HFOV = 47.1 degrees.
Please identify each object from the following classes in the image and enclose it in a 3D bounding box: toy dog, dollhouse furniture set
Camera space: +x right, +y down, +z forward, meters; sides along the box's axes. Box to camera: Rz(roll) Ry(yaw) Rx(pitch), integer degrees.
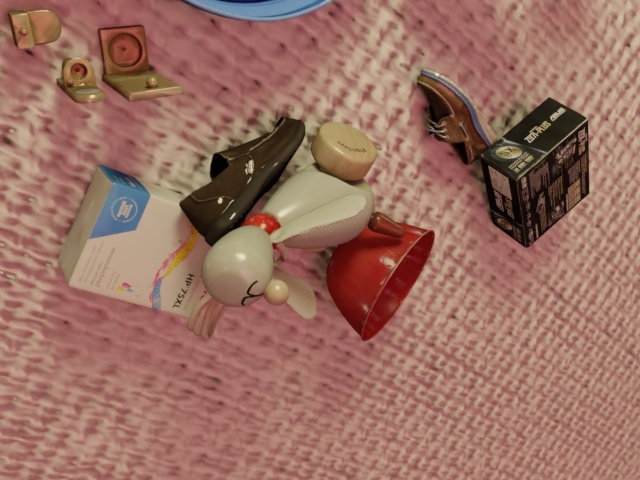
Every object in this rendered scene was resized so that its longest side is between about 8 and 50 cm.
[{"bbox_3d":[0.000,0.000,0.869,0.334,0.161,0.220,-55,172,-36],"label":"toy dog"},{"bbox_3d":[-0.235,-0.224,0.745,0.144,0.123,0.151,-14,117,-24],"label":"dollhouse furniture set"}]

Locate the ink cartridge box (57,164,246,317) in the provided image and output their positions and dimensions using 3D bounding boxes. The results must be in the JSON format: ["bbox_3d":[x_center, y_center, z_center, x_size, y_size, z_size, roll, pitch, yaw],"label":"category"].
[{"bbox_3d":[-0.185,0.014,0.907,0.231,0.078,0.134,20,100,-35],"label":"ink cartridge box"}]

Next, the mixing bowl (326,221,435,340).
[{"bbox_3d":[0.072,0.040,1.036,0.181,0.098,0.181,-48,159,-25],"label":"mixing bowl"}]

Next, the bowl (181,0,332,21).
[{"bbox_3d":[-0.074,-0.433,0.768,0.391,0.077,0.391,-12,115,-27],"label":"bowl"}]

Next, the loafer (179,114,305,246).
[{"bbox_3d":[-0.091,-0.089,0.881,0.078,0.080,0.220,36,50,-2],"label":"loafer"}]

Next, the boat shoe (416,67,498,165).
[{"bbox_3d":[0.189,-0.170,1.049,0.183,0.066,0.066,39,91,-36],"label":"boat shoe"}]

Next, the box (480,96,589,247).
[{"bbox_3d":[0.334,-0.101,1.128,0.147,0.077,0.180,-40,142,-9],"label":"box"}]
